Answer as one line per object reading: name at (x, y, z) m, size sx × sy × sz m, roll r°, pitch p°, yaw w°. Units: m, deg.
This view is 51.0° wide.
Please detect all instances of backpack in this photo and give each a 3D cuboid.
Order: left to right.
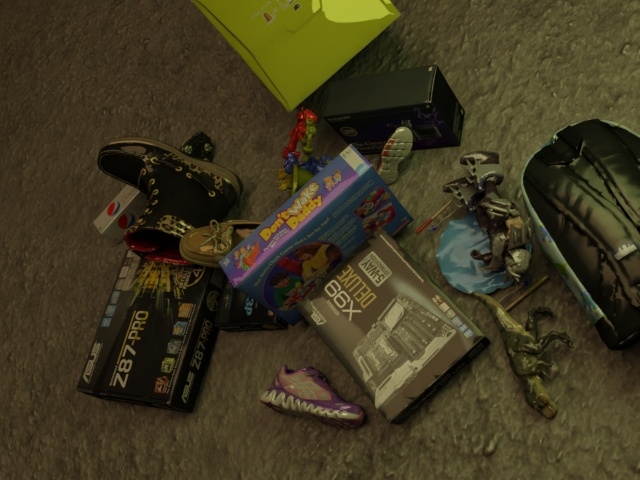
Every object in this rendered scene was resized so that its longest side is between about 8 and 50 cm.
backpack at (0.496, -0.034, 1.141) m, size 0.290 × 0.273 × 0.355 m, roll -40°, pitch 73°, yaw 11°

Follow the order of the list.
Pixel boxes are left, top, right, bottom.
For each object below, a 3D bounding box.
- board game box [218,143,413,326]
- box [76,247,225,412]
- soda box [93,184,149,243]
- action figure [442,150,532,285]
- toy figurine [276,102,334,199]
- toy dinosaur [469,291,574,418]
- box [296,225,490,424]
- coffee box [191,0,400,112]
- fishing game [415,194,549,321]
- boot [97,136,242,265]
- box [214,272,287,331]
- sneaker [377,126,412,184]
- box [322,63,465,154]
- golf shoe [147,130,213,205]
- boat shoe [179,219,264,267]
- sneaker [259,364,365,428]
board game box at (0.000, 0.000, 1.362) m, size 0.347 × 0.233 × 0.078 m, roll -41°, pitch 52°, yaw 4°
box at (-0.397, 0.204, 1.646) m, size 0.318 × 0.097 × 0.394 m, roll -1°, pitch 63°, yaw 33°
soda box at (-0.543, -0.099, 1.917) m, size 0.216 × 0.074 × 0.069 m, roll -48°, pitch 50°, yaw 1°
action figure at (0.319, -0.035, 1.246) m, size 0.099 × 0.185 × 0.285 m, roll -4°, pitch 46°, yaw -9°
toy figurine at (0.037, -0.161, 1.485) m, size 0.362 × 0.217 × 0.191 m, roll -105°, pitch 35°, yaw -69°
toy dinosaur at (0.373, 0.175, 1.198) m, size 0.118 × 0.064 × 0.268 m, roll -29°, pitch 55°, yaw 11°
box at (0.135, 0.161, 1.315) m, size 0.242 × 0.076 × 0.307 m, roll -43°, pitch 62°, yaw 5°
coffee box at (-0.061, -0.555, 1.613) m, size 0.338 × 0.338 × 0.334 m, roll -40°, pitch 14°, yaw 9°
fishing game at (0.324, 0.020, 1.334) m, size 0.189 × 0.041 × 0.264 m, roll -44°, pitch 59°, yaw 4°
boot at (-0.407, -0.098, 1.646) m, size 0.378 × 0.138 × 0.284 m, roll 19°, pitch 46°, yaw -3°
box at (-0.148, 0.102, 1.575) m, size 0.175 × 0.051 × 0.220 m, roll -6°, pitch 62°, yaw 29°
sneaker at (0.156, -0.199, 1.502) m, size 0.065 × 0.061 × 0.158 m, roll -97°, pitch 22°, yaw -44°
box at (0.165, -0.285, 1.504) m, size 0.261 × 0.184 × 0.103 m, roll -1°, pitch 64°, yaw 32°
golf shoe at (-0.398, -0.185, 1.859) m, size 0.120 × 0.105 × 0.272 m, roll 13°, pitch 72°, yaw 44°
boat shoe at (-0.172, -0.004, 1.497) m, size 0.285 × 0.089 × 0.104 m, roll -5°, pitch 67°, yaw -7°
sneaker at (-0.012, 0.309, 1.356) m, size 0.236 × 0.095 × 0.104 m, roll 6°, pitch 61°, yaw 35°
